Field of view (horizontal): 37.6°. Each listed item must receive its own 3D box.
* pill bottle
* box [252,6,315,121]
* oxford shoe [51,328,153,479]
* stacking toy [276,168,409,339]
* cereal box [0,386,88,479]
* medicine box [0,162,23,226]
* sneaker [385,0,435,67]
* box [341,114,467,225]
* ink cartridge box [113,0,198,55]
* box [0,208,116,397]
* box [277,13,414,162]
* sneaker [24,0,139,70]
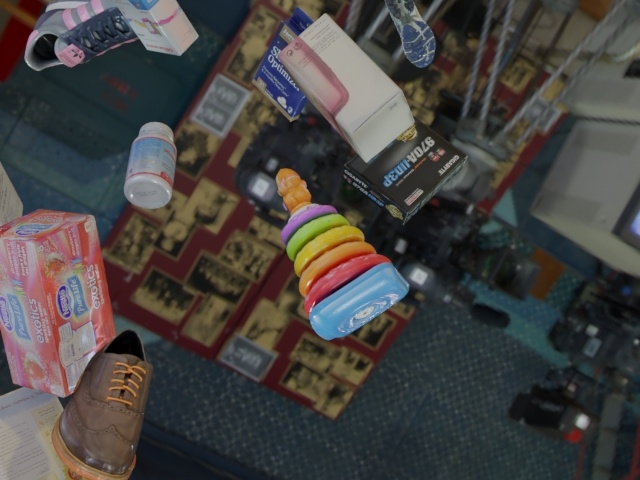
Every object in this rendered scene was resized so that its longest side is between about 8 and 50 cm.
[{"bbox_3d":[-0.314,-0.143,1.754,0.087,0.087,0.160,30,-138,-31],"label":"pill bottle"},{"bbox_3d":[-0.060,-0.388,2.074,0.136,0.225,0.036,47,-136,13],"label":"box"},{"bbox_3d":[-0.329,0.247,1.462,0.130,0.132,0.363,23,-167,-18],"label":"oxford shoe"},{"bbox_3d":[0.000,0.000,1.567,0.302,0.166,0.175,59,-174,22],"label":"stacking toy"},{"bbox_3d":[-0.534,0.393,1.738,0.173,0.047,0.240,-19,-106,-41],"label":"cereal box"},{"bbox_3d":[-0.800,-0.093,1.963,0.289,0.264,0.149,82,180,-50],"label":"medicine box"},{"bbox_3d":[0.142,-0.338,1.477,0.058,0.052,0.135,-92,-21,-72],"label":"sneaker"},{"bbox_3d":[0.179,-0.158,2.013,0.175,0.220,0.051,40,150,15],"label":"box"},{"bbox_3d":[-0.258,-0.351,1.457,0.088,0.052,0.122,19,154,41],"label":"ink cartridge box"},{"bbox_3d":[-0.484,0.110,1.697,0.142,0.299,0.154,7,-156,30],"label":"box"},{"bbox_3d":[0.049,-0.286,1.776,0.232,0.127,0.148,50,-179,23],"label":"box"},{"bbox_3d":[-0.380,-0.351,1.606,0.319,0.131,0.112,-3,142,39],"label":"sneaker"}]
